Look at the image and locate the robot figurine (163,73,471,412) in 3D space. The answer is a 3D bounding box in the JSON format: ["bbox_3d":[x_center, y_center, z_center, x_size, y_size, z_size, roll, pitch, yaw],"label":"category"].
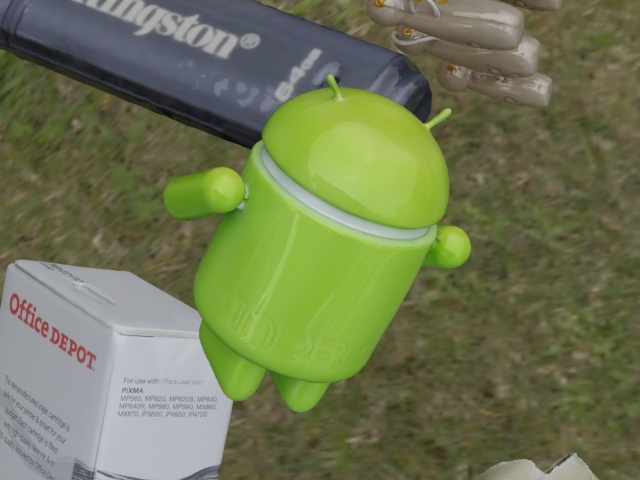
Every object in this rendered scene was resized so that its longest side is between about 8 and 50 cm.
[{"bbox_3d":[0.000,0.000,0.558,0.101,0.067,0.115,13,117,-26],"label":"robot figurine"}]

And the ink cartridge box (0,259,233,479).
[{"bbox_3d":[-0.175,0.170,1.290,0.114,0.197,0.272,4,103,-35],"label":"ink cartridge box"}]

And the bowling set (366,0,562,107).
[{"bbox_3d":[0.163,-0.261,1.712,0.154,0.287,0.199,13,80,17],"label":"bowling set"}]

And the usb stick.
[{"bbox_3d":[-0.080,-0.098,0.804,0.278,0.045,0.077,23,54,24],"label":"usb stick"}]

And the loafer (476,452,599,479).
[{"bbox_3d":[0.163,0.255,1.548,0.268,0.102,0.092,-3,62,-42],"label":"loafer"}]
